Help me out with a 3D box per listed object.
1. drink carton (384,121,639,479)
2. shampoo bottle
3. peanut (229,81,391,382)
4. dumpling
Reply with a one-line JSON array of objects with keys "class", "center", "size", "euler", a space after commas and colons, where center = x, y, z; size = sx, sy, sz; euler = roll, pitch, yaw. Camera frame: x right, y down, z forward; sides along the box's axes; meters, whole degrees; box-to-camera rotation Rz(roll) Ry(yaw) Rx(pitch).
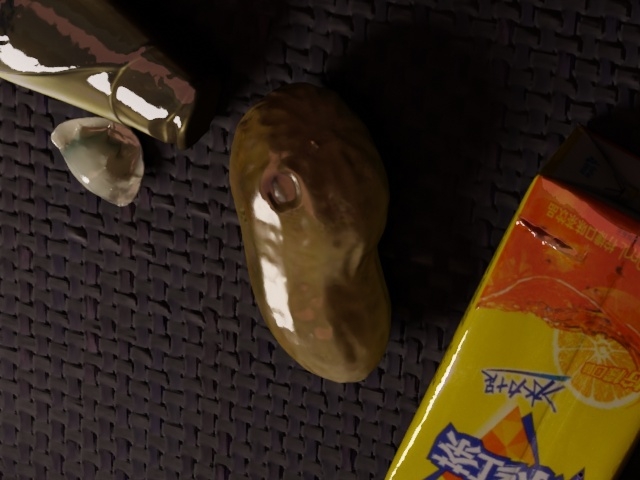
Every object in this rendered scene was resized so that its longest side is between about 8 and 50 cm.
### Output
[{"class": "drink carton", "center": [0.165, 0.108, 1.449], "size": [0.154, 0.111, 0.351], "euler": [30, 121, 11]}, {"class": "shampoo bottle", "center": [-0.233, -0.183, 1.521], "size": [0.350, 0.084, 0.126], "euler": [32, 118, 8]}, {"class": "peanut", "center": [0.000, 0.000, 1.477], "size": [0.120, 0.110, 0.236], "euler": [-5, 110, 17]}, {"class": "dumpling", "center": [-0.169, -0.067, 1.566], "size": [0.059, 0.043, 0.077], "euler": [-47, 71, 15]}]
